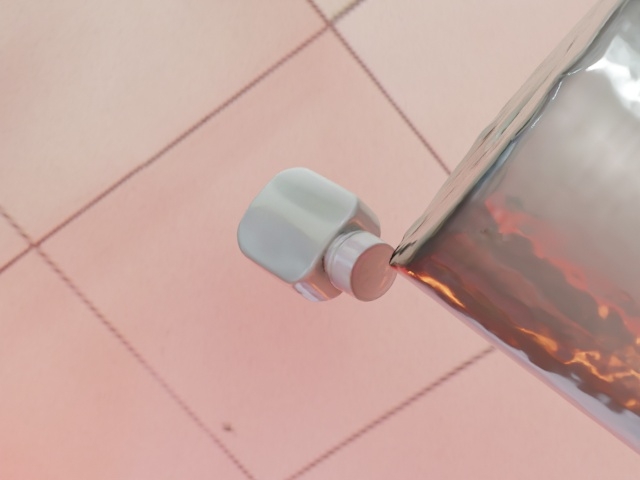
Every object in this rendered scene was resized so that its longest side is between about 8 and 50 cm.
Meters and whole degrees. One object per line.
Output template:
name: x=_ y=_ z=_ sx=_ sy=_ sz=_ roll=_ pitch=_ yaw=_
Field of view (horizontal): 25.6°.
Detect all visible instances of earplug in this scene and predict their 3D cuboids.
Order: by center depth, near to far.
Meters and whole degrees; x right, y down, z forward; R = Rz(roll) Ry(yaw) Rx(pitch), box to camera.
earplug: x=0.293 y=0.021 z=1.022 sx=0.394 sy=0.312 sz=0.312 roll=40 pitch=110 yaw=-1

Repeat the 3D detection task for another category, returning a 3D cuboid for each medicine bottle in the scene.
medicine bottle: x=0.000 y=0.000 z=1.470 sx=0.119 sy=0.183 sz=0.069 roll=-53 pitch=132 yaw=-7
